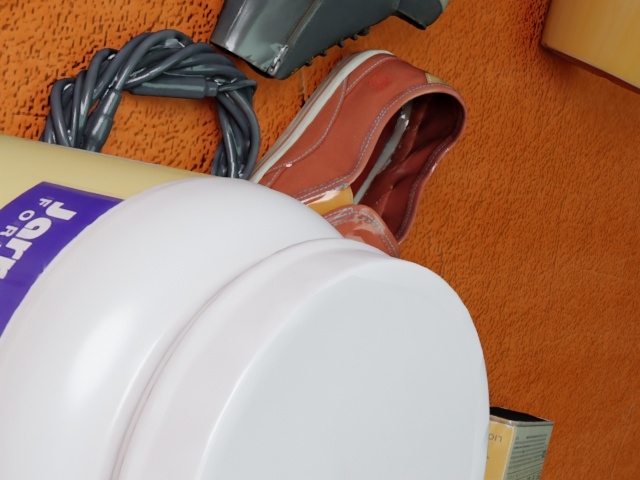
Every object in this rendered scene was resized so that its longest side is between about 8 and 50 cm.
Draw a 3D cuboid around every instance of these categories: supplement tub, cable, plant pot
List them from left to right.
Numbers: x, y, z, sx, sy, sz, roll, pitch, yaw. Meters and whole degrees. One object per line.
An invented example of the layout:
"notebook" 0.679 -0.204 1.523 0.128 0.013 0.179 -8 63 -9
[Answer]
"supplement tub" -0.116 0.078 0.614 0.241 0.331 0.241 -19 114 -49
"cable" -0.106 -0.057 0.837 0.184 0.047 0.151 -43 127 -34
"plant pot" 0.297 -0.235 1.201 0.205 0.205 0.188 13 105 -53

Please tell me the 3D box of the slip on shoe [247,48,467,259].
"slip on shoe" 0.000 0.000 0.939 0.331 0.101 0.123 -57 141 -23

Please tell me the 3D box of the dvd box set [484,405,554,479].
"dvd box set" 0.109 0.350 1.139 0.307 0.062 0.421 23 81 -73

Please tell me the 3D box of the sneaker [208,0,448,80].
"sneaker" 0.003 -0.161 0.930 0.222 0.083 0.118 14 102 -55
